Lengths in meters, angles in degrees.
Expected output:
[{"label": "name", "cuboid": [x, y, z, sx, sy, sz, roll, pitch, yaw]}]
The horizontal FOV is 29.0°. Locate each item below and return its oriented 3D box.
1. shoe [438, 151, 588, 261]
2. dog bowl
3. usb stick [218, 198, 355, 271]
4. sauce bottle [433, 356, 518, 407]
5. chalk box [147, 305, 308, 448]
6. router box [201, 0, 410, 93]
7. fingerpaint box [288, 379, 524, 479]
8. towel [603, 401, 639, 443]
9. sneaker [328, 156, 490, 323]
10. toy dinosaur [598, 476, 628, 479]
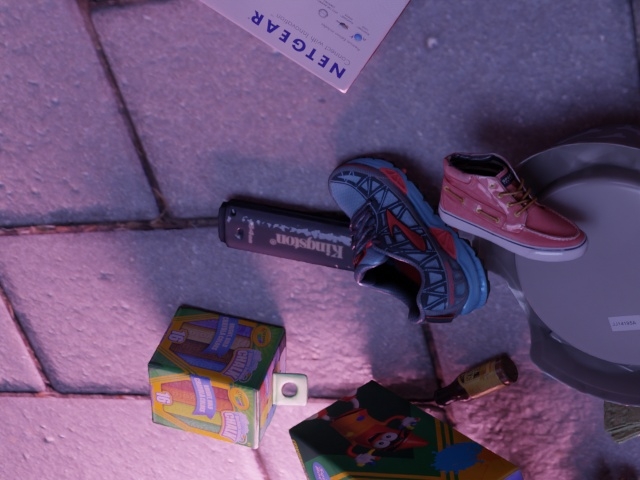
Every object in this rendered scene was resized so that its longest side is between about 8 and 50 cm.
[{"label": "shoe", "cuboid": [0.211, -0.040, 1.362, 0.178, 0.063, 0.081, 20, 134, 26]}, {"label": "dog bowl", "cuboid": [0.354, 0.023, 1.427, 0.348, 0.102, 0.349, 17, 128, 23]}, {"label": "usb stick", "cuboid": [0.000, 0.000, 1.622, 0.278, 0.045, 0.077, 11, 131, 13]}, {"label": "sauce bottle", "cuboid": [0.211, 0.198, 1.702, 0.128, 0.042, 0.042, -29, 113, 34]}, {"label": "chalk box", "cuboid": [-0.124, 0.201, 1.775, 0.213, 0.132, 0.132, 12, 131, 12]}, {"label": "router box", "cuboid": [-0.031, -0.363, 1.314, 0.335, 0.082, 0.301, 32, 132, -5]}, {"label": "fingerpaint box", "cuboid": [0.162, 0.461, 1.678, 0.371, 0.163, 0.445, 24, 137, 60]}, {"label": "towel", "cuboid": [0.403, 0.176, 1.544, 0.110, 0.148, 0.027, -24, 137, 35]}, {"label": "sneaker", "cuboid": [0.081, -0.002, 1.483, 0.262, 0.125, 0.104, 45, 145, 31]}, {"label": "toy dinosaur", "cuboid": [0.357, 0.459, 1.796, 0.218, 0.164, 0.322, 9, 112, -6]}]
